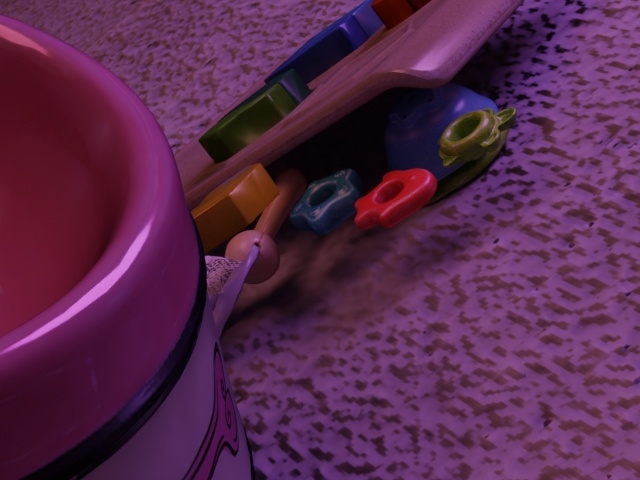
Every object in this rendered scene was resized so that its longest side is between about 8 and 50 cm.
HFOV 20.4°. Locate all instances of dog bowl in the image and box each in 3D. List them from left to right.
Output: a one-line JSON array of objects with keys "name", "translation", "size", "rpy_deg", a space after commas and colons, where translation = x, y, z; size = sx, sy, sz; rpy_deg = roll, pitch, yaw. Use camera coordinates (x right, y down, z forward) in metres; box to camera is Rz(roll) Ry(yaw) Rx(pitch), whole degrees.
[{"name": "dog bowl", "translation": [-0.223, 0.032, 0.662], "size": [0.408, 0.150, 0.408], "rpy_deg": [4, 31, -2]}]

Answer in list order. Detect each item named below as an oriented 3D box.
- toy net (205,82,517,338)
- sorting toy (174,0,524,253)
[{"name": "toy net", "translation": [0.000, 0.000, 0.914], "size": [0.232, 0.045, 0.122], "rpy_deg": [-36, 26, 2]}, {"name": "sorting toy", "translation": [-0.007, -0.079, 0.971], "size": [0.229, 0.041, 0.307], "rpy_deg": [-24, 16, 40]}]
